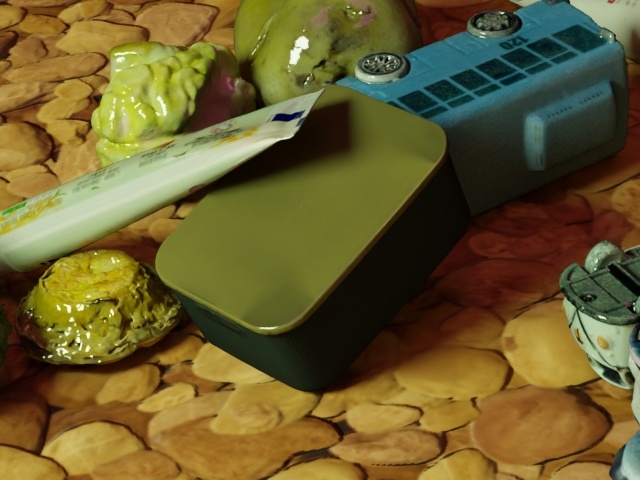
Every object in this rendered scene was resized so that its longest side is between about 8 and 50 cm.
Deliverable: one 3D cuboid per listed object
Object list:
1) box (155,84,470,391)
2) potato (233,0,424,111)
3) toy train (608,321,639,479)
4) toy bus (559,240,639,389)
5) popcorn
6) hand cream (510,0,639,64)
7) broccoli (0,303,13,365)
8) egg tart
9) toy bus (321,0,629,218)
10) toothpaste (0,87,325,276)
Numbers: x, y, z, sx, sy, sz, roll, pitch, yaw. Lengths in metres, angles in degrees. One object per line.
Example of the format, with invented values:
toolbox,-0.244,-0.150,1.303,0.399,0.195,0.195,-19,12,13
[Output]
box,0.000,0.000,1.369,0.144,0.090,0.201,24,63,38
potato,0.004,-0.173,1.642,0.154,0.137,0.200,-2,25,-10
toy train,0.295,0.141,1.130,0.202,0.131,0.300,-4,32,-11
toy bus,0.256,0.038,1.320,0.194,0.089,0.087,-18,33,-18
popcorn,-0.121,-0.099,1.565,0.126,0.126,0.145,27,57,26
hand cream,0.284,-0.205,1.722,0.133,0.083,0.248,-15,24,-19
broccoli,-0.344,0.057,1.318,0.254,0.186,0.302,22,12,-40
egg tart,-0.160,0.044,1.410,0.130,0.052,0.130,-3,29,2
toy bus,0.130,-0.097,1.531,0.234,0.116,0.133,-23,37,-23
toothpaste,-0.138,-0.038,1.409,0.314,0.056,0.058,-21,63,27
